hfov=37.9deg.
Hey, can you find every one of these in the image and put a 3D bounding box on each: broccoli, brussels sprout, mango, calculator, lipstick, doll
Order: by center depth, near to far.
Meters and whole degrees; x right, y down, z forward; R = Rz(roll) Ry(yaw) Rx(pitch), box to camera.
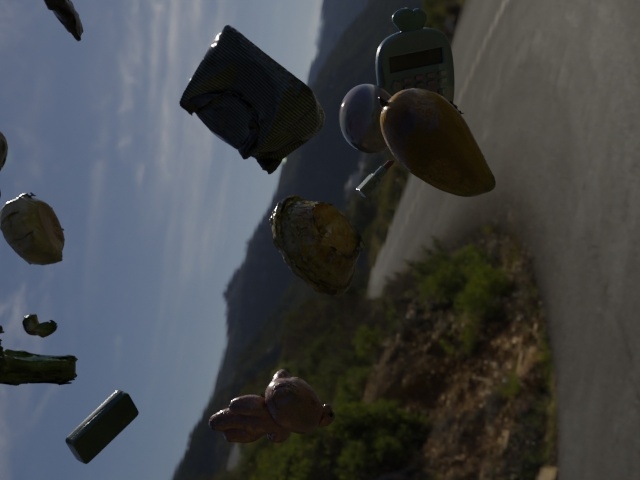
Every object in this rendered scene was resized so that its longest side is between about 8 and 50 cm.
[{"bbox_3d":[0.147,-0.124,1.196,0.101,0.187,0.066,-44,-1,24],"label":"mango"},{"bbox_3d":[-0.663,0.284,1.938,0.198,0.275,0.177,-36,54,26],"label":"broccoli"},{"bbox_3d":[0.211,-0.368,2.076,0.041,0.186,0.298,-146,43,-65],"label":"calculator"},{"bbox_3d":[-0.657,0.200,2.170,0.051,0.083,0.046,-68,-27,-16],"label":"brussels sprout"},{"bbox_3d":[-0.130,0.402,2.272,0.201,0.303,0.156,44,-139,-39],"label":"doll"},{"bbox_3d":[0.152,-0.172,2.491,0.129,0.030,0.030,-46,19,-9],"label":"lipstick"}]

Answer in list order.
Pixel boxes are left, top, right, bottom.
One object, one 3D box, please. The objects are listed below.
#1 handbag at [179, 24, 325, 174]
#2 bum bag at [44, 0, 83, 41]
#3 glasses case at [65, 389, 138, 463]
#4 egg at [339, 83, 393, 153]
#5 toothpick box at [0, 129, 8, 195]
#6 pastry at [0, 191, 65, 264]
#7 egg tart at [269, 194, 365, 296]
[{"bbox_3d":[-0.176,-0.343,2.345,0.240,0.341,0.247,-51,-14,0],"label":"handbag"},{"bbox_3d":[-0.578,-0.518,2.076,0.197,0.049,0.087,65,-170,-65],"label":"bum bag"},{"bbox_3d":[-0.526,0.449,2.254,0.184,0.039,0.077,-44,-52,-34],"label":"glasses case"},{"bbox_3d":[0.083,-0.205,1.568,0.103,0.103,0.135,101,166,-44],"label":"egg"},{"bbox_3d":[-0.689,-0.162,1.602,0.229,0.316,0.229,-38,25,21],"label":"toothpick box"},{"bbox_3d":[-0.608,-0.018,1.978,0.166,0.088,0.166,60,-170,-18],"label":"pastry"},{"bbox_3d":[0.000,-0.002,1.710,0.090,0.212,0.212,-41,21,32],"label":"egg tart"}]
